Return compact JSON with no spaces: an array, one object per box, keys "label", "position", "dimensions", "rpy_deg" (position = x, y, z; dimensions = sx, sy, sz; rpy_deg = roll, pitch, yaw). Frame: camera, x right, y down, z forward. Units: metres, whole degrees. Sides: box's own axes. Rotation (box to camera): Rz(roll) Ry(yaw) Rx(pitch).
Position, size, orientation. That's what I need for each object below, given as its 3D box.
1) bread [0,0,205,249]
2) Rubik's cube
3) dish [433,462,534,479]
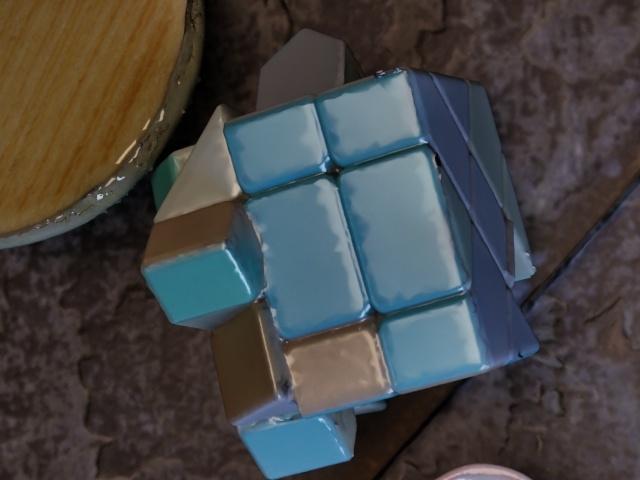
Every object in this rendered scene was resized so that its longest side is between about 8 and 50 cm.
[{"label":"bread","position":[-0.185,-0.112,1.223],"dimensions":[0.267,0.040,0.267],"rpy_deg":[-14,62,27]},{"label":"Rubik's cube","position":[0.000,0.000,1.108],"dimensions":[0.213,0.224,0.265],"rpy_deg":[-16,85,20]},{"label":"dish","position":[0.099,0.251,1.125],"dimensions":[0.229,0.081,0.229],"rpy_deg":[-1,83,12]}]
